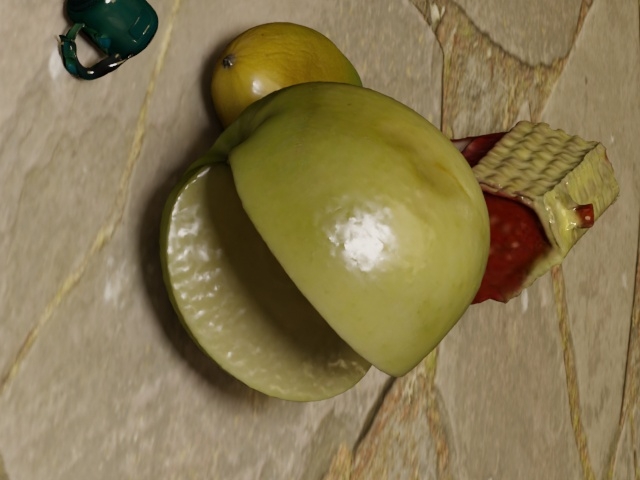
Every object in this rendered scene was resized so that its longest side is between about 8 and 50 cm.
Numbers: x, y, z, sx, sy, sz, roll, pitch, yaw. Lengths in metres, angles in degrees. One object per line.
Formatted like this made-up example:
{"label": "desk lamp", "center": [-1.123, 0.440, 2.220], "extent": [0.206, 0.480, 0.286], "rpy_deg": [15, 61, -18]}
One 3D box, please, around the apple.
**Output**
{"label": "apple", "center": [0.000, 0.000, 1.589], "extent": [0.254, 0.292, 0.292], "rpy_deg": [48, 43, -17]}

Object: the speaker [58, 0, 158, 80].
{"label": "speaker", "center": [-0.188, -0.187, 1.567], "extent": [0.075, 0.060, 0.094], "rpy_deg": [44, 47, -39]}

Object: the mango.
{"label": "mango", "center": [-0.028, -0.152, 1.771], "extent": [0.237, 0.091, 0.137], "rpy_deg": [-27, 108, -62]}

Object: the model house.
{"label": "model house", "center": [0.199, -0.029, 1.922], "extent": [0.196, 0.254, 0.160], "rpy_deg": [-38, 115, -52]}
